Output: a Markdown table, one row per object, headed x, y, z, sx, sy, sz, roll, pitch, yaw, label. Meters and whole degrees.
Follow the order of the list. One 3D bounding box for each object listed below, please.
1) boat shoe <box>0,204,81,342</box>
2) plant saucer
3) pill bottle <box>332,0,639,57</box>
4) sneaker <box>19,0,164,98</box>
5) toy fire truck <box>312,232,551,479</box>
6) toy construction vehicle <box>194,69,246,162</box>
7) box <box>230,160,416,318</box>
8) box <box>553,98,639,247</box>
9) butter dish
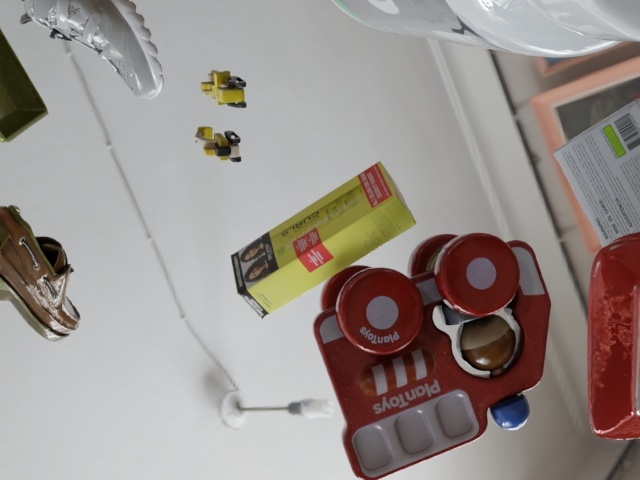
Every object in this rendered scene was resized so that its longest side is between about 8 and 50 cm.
| x | y | z | sx | sy | sz | roll | pitch | yaw | label |
| --- | --- | --- | --- | --- | --- | --- | --- | --- | --- |
| -0.403 | 0.054 | 1.223 | 0.104 | 0.307 | 0.111 | -39 | -113 | -10 | boat shoe |
| -0.457 | -0.225 | 1.140 | 0.188 | 0.045 | 0.188 | -89 | -26 | -69 | plant saucer |
| 0.126 | -0.231 | 0.569 | 0.204 | 0.361 | 0.204 | -5 | -73 | -17 | pill bottle |
| -0.292 | -0.272 | 0.989 | 0.115 | 0.105 | 0.281 | -40 | -65 | -7 | sneaker |
| 0.144 | 0.132 | 1.051 | 0.302 | 0.169 | 0.254 | -19 | -87 | -9 | toy fire truck |
| -0.100 | -0.122 | 0.819 | 0.035 | 0.098 | 0.086 | -9 | -63 | -21 | toy construction vehicle |
| 0.000 | 0.000 | 1.068 | 0.058 | 0.232 | 0.087 | 51 | -167 | -36 | box |
| 0.347 | -0.078 | 0.843 | 0.203 | 0.103 | 0.114 | -17 | -102 | -41 | box |
| 0.260 | 0.046 | 0.609 | 0.118 | 0.159 | 0.160 | -90 | -8 | -65 | butter dish |
